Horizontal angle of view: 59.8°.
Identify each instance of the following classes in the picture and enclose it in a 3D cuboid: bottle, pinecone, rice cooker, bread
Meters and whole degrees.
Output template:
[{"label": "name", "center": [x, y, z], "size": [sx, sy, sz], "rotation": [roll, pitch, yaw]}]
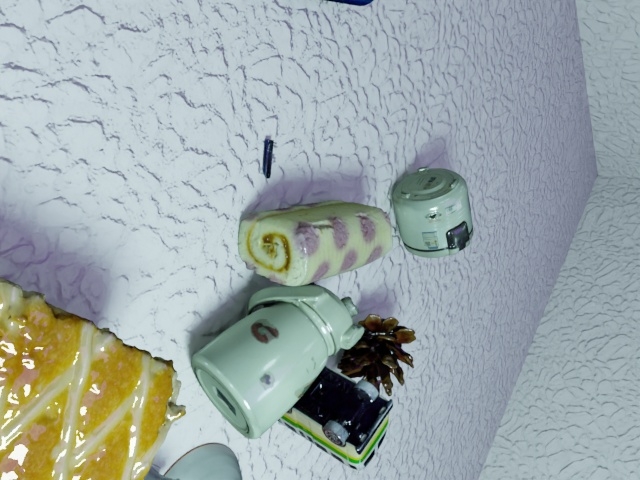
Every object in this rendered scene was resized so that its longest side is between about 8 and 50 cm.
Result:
[{"label": "bottle", "center": [-0.081, 0.213, 1.171], "size": [0.352, 0.229, 0.229], "rotation": [-39, 128, -29]}, {"label": "pinecone", "center": [0.154, 0.320, 1.514], "size": [0.201, 0.203, 0.228], "rotation": [-55, 158, -38]}, {"label": "rice cooker", "center": [0.330, -0.073, 1.607], "size": [0.226, 0.226, 0.244], "rotation": [-42, 129, -36]}, {"label": "bread", "center": [-0.431, 0.258, 0.713], "size": [0.371, 0.279, 0.390], "rotation": [45, 65, -45]}, {"label": "bread", "center": [0.000, 0.000, 1.250], "size": [0.338, 0.187, 0.155], "rotation": [-15, 113, -50]}]

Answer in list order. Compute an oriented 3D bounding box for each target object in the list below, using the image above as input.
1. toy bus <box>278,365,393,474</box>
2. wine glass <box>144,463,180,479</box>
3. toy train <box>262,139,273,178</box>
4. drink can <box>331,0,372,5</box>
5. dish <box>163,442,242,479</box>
[{"label": "toy bus", "center": [0.002, 0.381, 1.270], "size": [0.143, 0.305, 0.179], "rotation": [-46, 145, -33]}, {"label": "wine glass", "center": [-0.347, 0.510, 0.992], "size": [0.196, 0.165, 0.165], "rotation": [-57, 138, -15]}, {"label": "toy train", "center": [-0.114, -0.174, 1.193], "size": [0.017, 0.017, 0.083], "rotation": [-3, 102, -48]}, {"label": "drink can", "center": [0.040, -0.572, 1.193], "size": [0.205, 0.118, 0.118], "rotation": [-20, 115, -48]}, {"label": "dish", "center": [-0.243, 0.576, 1.187], "size": [0.260, 0.085, 0.260], "rotation": [-17, 112, -48]}]
